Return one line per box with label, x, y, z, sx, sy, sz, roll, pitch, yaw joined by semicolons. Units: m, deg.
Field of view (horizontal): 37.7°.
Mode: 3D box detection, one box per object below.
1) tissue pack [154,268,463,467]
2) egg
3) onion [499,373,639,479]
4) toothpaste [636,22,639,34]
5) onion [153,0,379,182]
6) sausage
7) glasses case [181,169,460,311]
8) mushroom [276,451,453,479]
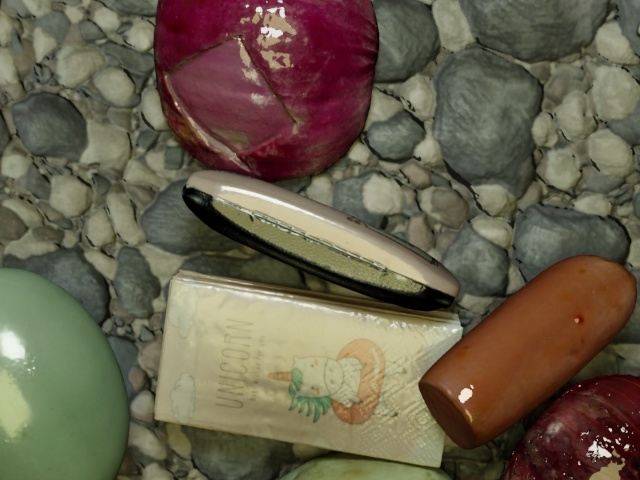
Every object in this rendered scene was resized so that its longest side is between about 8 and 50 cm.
tissue pack;-0.016;0.142;1.049;0.325;0.071;0.170;9;99;3
egg;-0.315;0.165;1.006;0.203;0.203;0.282;-21;98;6
onion;0.291;0.240;0.987;0.252;0.219;0.252;-15;127;-20
toothpaste;0.446;-0.197;0.996;0.216;0.037;0.062;30;99;5
onion;-0.067;-0.184;0.997;0.250;0.111;0.247;9;96;1
sausage;0.223;0.106;0.979;0.259;0.113;0.113;-36;93;-17
glasses case;0.000;0.000;1.006;0.314;0.122;0.075;23;92;2
mushroom;0.045;0.338;1.021;0.267;0.164;0.189;8;98;3
